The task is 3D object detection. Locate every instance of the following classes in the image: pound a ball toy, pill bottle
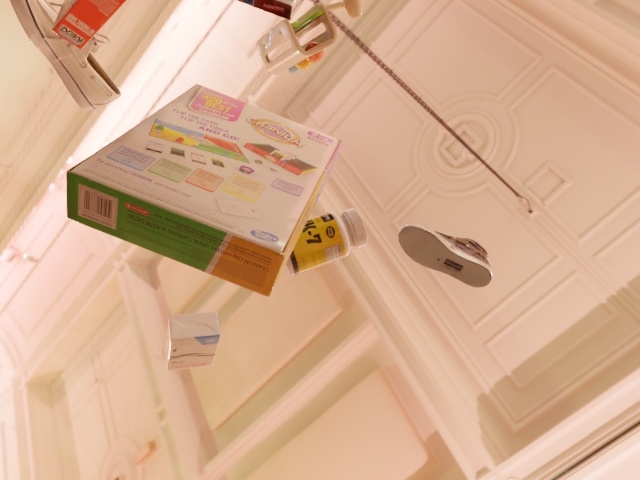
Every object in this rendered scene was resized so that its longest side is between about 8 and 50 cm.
[{"bbox_3d":[-0.026,-0.568,1.461,0.208,0.135,0.319,-32,-162,-18],"label":"pound a ball toy"},{"bbox_3d":[0.000,0.000,1.259,0.209,0.119,0.119,-20,-125,-10],"label":"pill bottle"}]

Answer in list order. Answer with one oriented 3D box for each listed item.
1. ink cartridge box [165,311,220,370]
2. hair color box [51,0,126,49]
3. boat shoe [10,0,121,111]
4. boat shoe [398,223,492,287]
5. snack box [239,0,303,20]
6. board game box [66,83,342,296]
[{"bbox_3d":[-0.285,0.232,1.146,0.180,0.104,0.060,113,-32,-47],"label":"ink cartridge box"},{"bbox_3d":[-0.346,-0.388,0.814,0.167,0.053,0.093,-26,-130,33],"label":"hair color box"},{"bbox_3d":[-0.603,-0.491,1.290,0.157,0.367,0.135,-19,-131,-1],"label":"boat shoe"},{"bbox_3d":[0.223,0.016,0.937,0.065,0.184,0.083,-58,-176,30],"label":"boat shoe"},{"bbox_3d":[-0.106,-0.315,0.614,0.022,0.178,0.064,109,2,-53],"label":"snack box"},{"bbox_3d":[-0.120,-0.087,0.669,0.316,0.243,0.064,-66,177,-55],"label":"board game box"}]
